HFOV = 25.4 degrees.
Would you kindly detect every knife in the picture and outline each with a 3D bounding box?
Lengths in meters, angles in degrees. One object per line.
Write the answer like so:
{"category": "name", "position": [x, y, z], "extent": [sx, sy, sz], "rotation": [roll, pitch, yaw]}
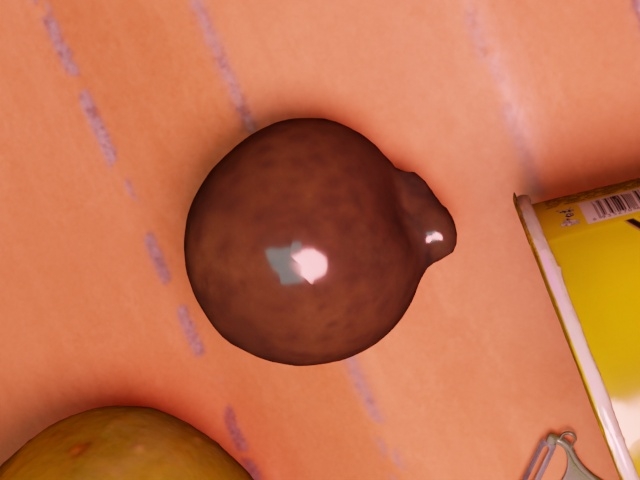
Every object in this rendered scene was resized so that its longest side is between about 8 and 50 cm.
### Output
{"category": "knife", "position": [0.245, 0.211, 1.138], "extent": [0.166, 0.022, 0.078], "rotation": [24, 116, 7]}

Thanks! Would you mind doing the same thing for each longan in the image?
{"category": "longan", "position": [0.000, 0.000, 1.064], "extent": [0.204, 0.159, 0.185], "rotation": [-5, 96, 1]}

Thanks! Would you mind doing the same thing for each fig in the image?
{"category": "fig", "position": [-0.168, 0.270, 1.091], "extent": [0.258, 0.326, 0.258], "rotation": [4, 103, 16]}

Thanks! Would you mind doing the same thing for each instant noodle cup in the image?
{"category": "instant noodle cup", "position": [0.286, 0.074, 0.961], "extent": [0.221, 0.311, 0.311], "rotation": [-21, 100, 9]}
